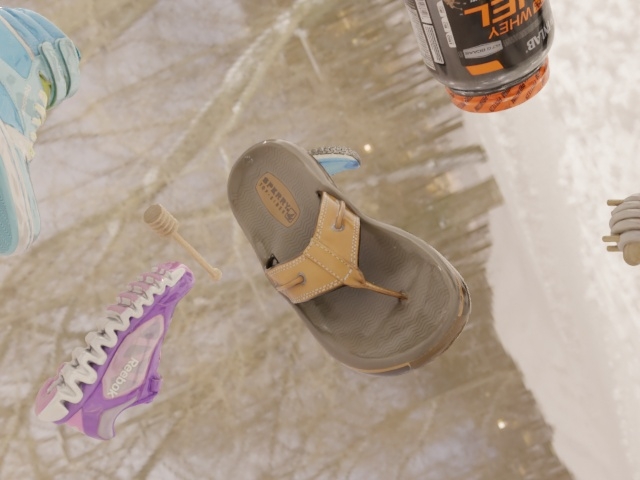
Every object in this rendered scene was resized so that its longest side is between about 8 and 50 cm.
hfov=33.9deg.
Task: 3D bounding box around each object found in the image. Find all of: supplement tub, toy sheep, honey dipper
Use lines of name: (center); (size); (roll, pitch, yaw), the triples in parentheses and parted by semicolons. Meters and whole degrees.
supplement tub: (0.226, -0.370, 1.555); (0.207, 0.207, 0.338); (-107, -6, -53)
toy sheep: (0.448, -0.024, 1.485); (0.091, 0.091, 0.132); (56, -138, -60)
honey dipper: (-0.168, 0.007, 1.324); (0.160, 0.030, 0.030); (49, -164, -49)

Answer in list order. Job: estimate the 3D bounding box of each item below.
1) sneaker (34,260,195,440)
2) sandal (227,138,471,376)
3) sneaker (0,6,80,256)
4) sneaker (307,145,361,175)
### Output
sneaker: (-0.216, 0.132, 1.207); (0.104, 0.236, 0.095); (41, 171, -17)
sandal: (0.000, 0.000, 0.633); (0.060, 0.090, 0.219); (31, -166, -49)
sneaker: (-0.351, -0.147, 1.253); (0.208, 0.127, 0.319); (-17, -95, -48)
sneaker: (-0.011, -0.106, 1.684); (0.063, 0.162, 0.073); (-59, -43, -71)
